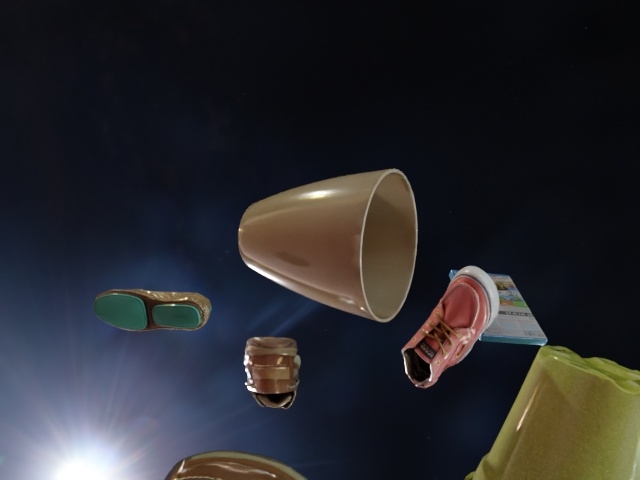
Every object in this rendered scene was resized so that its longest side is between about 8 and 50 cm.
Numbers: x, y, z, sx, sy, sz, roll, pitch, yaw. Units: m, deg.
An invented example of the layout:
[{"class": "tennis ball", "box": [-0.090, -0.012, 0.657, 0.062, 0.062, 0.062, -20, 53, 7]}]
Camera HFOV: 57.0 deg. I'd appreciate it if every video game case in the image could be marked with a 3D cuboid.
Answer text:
[{"class": "video game case", "box": [0.301, 0.112, 1.012, 0.166, 0.119, 0.015, -102, -158, -53]}]

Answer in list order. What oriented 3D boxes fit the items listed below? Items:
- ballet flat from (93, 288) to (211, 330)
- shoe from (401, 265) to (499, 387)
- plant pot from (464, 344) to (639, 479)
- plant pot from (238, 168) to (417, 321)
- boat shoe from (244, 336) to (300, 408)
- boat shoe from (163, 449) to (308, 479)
[{"class": "ballet flat", "box": [-0.276, 0.114, 0.988, 0.206, 0.067, 0.073, 6, -75, 14]}, {"class": "shoe", "box": [0.149, 0.109, 0.695, 0.063, 0.081, 0.178, 41, -32, 26]}, {"class": "plant pot", "box": [0.380, 0.303, 0.867, 0.276, 0.276, 0.253, 19, -85, 30]}, {"class": "plant pot", "box": [0.000, 0.000, 1.047, 0.274, 0.256, 0.256, 4, -81, 27]}, {"class": "boat shoe", "box": [-0.100, 0.280, 1.186, 0.123, 0.324, 0.116, -2, -111, 1]}, {"class": "boat shoe", "box": [-0.028, 0.342, 0.658, 0.324, 0.120, 0.122, 29, -87, -16]}]
